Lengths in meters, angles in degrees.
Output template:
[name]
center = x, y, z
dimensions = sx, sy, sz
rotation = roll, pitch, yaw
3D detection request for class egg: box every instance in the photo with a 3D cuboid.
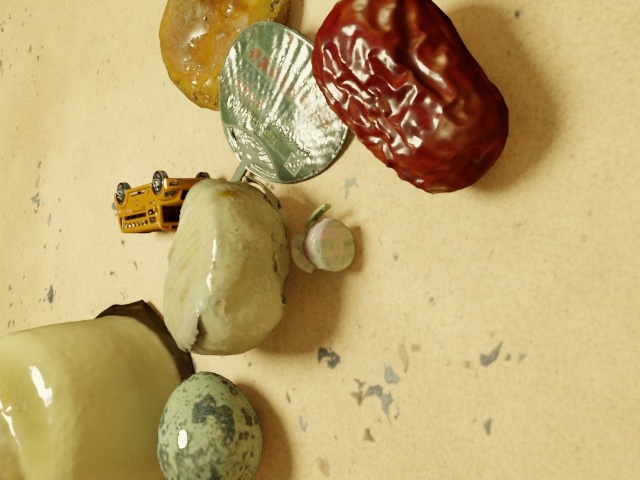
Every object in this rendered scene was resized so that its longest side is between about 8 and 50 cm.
[egg]
center = -0.143, 0.248, 0.808
dimensions = 0.132, 0.132, 0.172
rotation = -44, 46, 28

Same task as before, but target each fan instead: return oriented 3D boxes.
[fan]
center = -0.057, -0.139, 0.849
dimensions = 0.223, 0.012, 0.294
rotation = 18, 110, 31

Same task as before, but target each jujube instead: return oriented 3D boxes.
[jujube]
center = 0.092, -0.157, 0.654
dimensions = 0.155, 0.155, 0.230
rotation = -48, 62, 26

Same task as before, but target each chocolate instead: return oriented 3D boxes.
[chocolate]
center = -0.379, 0.253, 0.915
dimensions = 0.326, 0.297, 0.314
rotation = 40, 105, 39

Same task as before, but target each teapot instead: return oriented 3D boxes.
[teapot]
center = 0.000, 0.000, 0.767
dimensions = 0.064, 0.064, 0.083
rotation = -14, 78, 48

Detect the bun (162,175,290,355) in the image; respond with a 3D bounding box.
[bun]
center = -0.115, 0.033, 0.806
dimensions = 0.239, 0.141, 0.239
rotation = -33, 51, 52

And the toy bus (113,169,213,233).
[toy bus]
center = -0.240, -0.054, 0.962
dimensions = 0.195, 0.083, 0.088
rotation = -5, 90, 50

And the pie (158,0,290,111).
[pie]
center = -0.143, -0.324, 0.940
dimensions = 0.274, 0.069, 0.273
rotation = -4, 83, 34
